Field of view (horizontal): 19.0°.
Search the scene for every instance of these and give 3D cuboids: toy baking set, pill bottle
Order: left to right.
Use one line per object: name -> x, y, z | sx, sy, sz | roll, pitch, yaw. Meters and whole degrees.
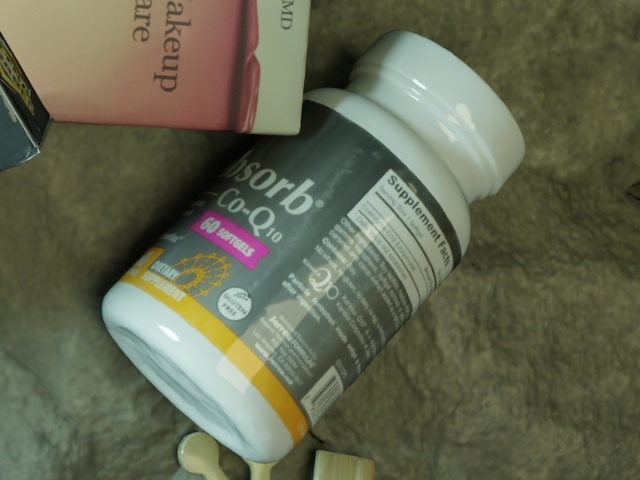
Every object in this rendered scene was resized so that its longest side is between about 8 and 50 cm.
toy baking set -> -0.053, 0.244, 1.344 | 0.196, 0.030, 0.256 | 37, 68, -17
pill bottle -> 0.000, 0.000, 1.276 | 0.278, 0.162, 0.162 | -48, 116, -16

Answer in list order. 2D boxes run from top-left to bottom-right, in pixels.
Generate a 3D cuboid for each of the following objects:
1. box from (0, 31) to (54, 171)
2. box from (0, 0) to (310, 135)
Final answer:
box -> -0.346, -0.115, 1.044 | 0.293, 0.073, 0.295 | -27, 111, 8
box -> -0.134, -0.147, 1.199 | 0.232, 0.127, 0.149 | 1, 96, -29
